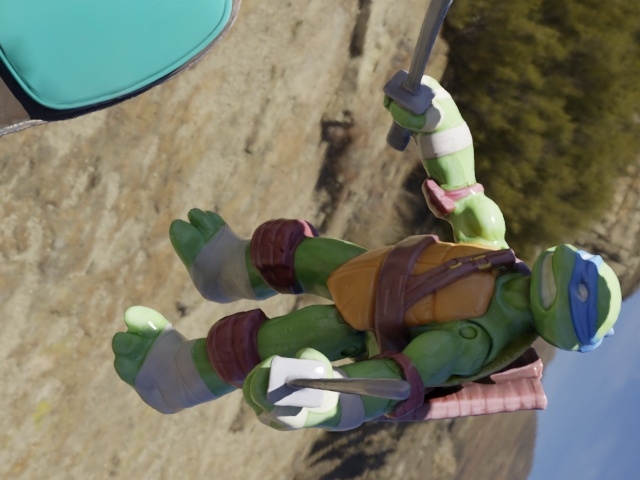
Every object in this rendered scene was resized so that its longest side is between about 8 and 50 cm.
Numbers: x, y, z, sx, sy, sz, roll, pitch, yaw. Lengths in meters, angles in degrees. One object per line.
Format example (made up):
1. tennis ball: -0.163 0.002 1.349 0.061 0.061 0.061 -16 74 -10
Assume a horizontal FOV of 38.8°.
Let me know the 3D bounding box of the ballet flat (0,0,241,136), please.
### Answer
1. ballet flat: -0.203 -0.121 0.580 0.106 0.316 0.108 -112 -179 -63

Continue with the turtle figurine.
1. turtle figurine: 0.000 0.000 0.476 0.274 0.266 0.198 17 67 -53
